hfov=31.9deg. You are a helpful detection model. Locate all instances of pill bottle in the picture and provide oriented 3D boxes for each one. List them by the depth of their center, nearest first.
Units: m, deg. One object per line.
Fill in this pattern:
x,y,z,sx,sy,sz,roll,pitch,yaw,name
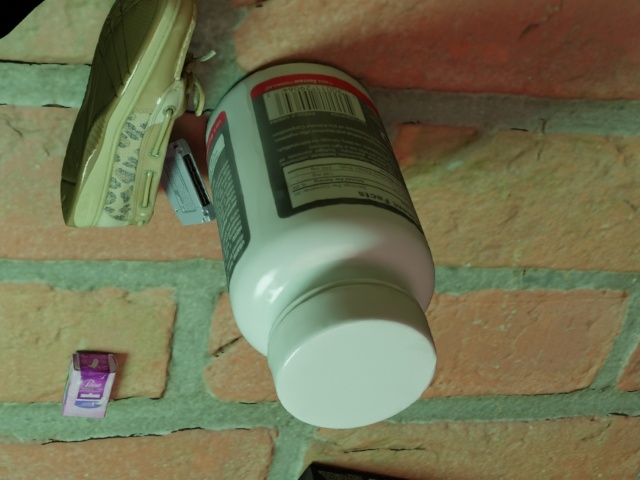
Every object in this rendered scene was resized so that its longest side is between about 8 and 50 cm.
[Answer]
0.000,0.000,0.983,0.176,0.318,0.176,-7,134,-7,pill bottle

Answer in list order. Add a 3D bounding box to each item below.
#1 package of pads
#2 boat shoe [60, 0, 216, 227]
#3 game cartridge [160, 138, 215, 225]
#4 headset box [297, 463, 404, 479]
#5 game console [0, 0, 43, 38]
-0.260,0.164,1.260,0.050,0.032,0.083,4,130,-22,package of pads
-0.158,-0.119,0.993,0.089,0.104,0.285,7,139,-25,boat shoe
-0.132,-0.055,1.067,0.017,0.056,0.083,-31,106,-38,game cartridge
0.019,0.451,1.537,0.218,0.110,0.293,16,125,-27,headset box
-0.313,-0.177,0.774,0.213,0.361,0.044,-30,87,12,game console
